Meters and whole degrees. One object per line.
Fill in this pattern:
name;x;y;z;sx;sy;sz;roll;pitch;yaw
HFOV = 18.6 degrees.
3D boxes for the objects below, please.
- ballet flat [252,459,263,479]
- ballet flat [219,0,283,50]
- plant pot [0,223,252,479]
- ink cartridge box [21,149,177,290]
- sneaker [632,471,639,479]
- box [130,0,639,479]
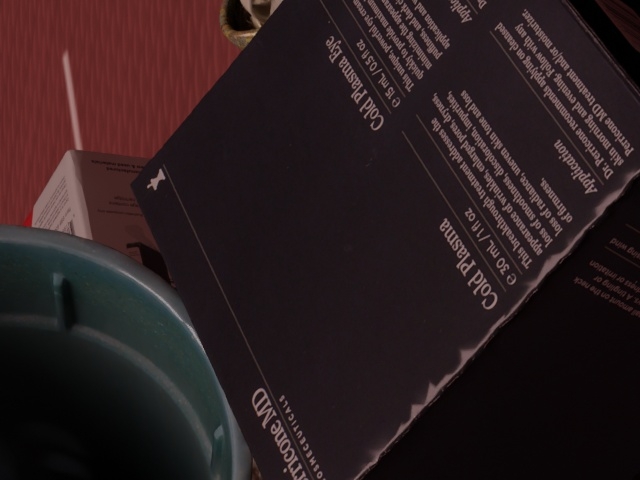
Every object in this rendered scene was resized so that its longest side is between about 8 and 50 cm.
ballet flat;-0.061;0.229;1.551;0.409;0.147;0.147;43;123;55
ballet flat;0.006;-0.291;1.516;0.123;0.123;0.348;56;133;48
plant pot;-0.207;0.221;1.307;0.334;0.341;0.341;88;169;-58
ink cartridge box;-0.201;0.083;1.838;0.197;0.114;0.273;-51;43;44
sneaker;0.146;0.174;1.258;0.222;0.083;0.118;-119;31;-45
box;0.084;-0.016;1.183;0.312;0.179;0.343;-48;42;19
